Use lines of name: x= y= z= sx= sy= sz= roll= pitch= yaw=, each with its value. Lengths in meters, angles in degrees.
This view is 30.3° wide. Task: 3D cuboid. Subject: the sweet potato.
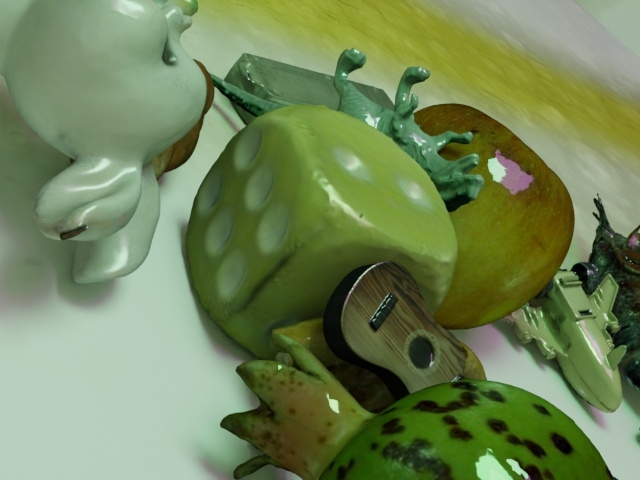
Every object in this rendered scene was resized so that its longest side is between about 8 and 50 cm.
sweet potato: x=-0.148 y=-0.113 z=1.066 sx=0.097 sy=0.097 sz=0.251 roll=39 pitch=29 yaw=-4

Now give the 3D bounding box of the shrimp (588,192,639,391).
shrimp: x=0.409 y=0.077 z=1.486 sx=0.372 sy=0.137 sz=0.172 roll=-81 pitch=162 yaw=-52

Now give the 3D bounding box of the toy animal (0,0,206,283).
toy animal: x=-0.210 y=-0.140 z=0.877 sx=0.310 sy=0.247 sz=0.183 roll=36 pitch=-13 yaw=-11

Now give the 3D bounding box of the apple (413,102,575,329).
apple: x=0.138 y=-0.023 z=1.216 sx=0.237 sy=0.207 sz=0.237 roll=43 pitch=9 yaw=-9

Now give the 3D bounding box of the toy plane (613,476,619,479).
toy plane: x=0.222 y=0.276 z=1.018 sx=0.273 sy=0.107 sz=0.182 roll=63 pitch=-14 yaw=3

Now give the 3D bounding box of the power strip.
power strip: x=-0.003 y=-0.154 z=1.353 sx=0.272 sy=0.052 sz=0.078 roll=5 pitch=45 yaw=-47

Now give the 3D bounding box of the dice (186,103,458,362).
dice: x=0.000 y=0.000 z=1.011 sx=0.169 sy=0.166 sz=0.169 roll=21 pitch=33 yaw=-35

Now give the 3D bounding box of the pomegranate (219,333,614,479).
pomegranate: x=0.053 y=0.196 z=0.795 sx=0.286 sy=0.231 sz=0.231 roll=14 pitch=26 yaw=10

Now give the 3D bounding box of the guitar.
guitar: x=0.111 y=0.126 z=0.922 sx=0.271 sy=0.038 sz=0.084 roll=45 pitch=62 yaw=-15

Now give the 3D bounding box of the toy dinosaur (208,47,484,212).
toy dinosaur: x=0.028 y=-0.143 z=1.171 sx=0.383 sy=0.129 sz=0.076 roll=28 pitch=-15 yaw=38

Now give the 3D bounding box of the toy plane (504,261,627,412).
toy plane: x=0.273 y=0.083 z=1.330 sx=0.229 sy=0.092 sz=0.244 roll=-3 pitch=46 yaw=-33

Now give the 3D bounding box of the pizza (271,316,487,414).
pizza: x=0.061 y=0.118 z=0.982 sx=0.246 sy=0.127 sz=0.058 roll=38 pitch=26 yaw=-43
